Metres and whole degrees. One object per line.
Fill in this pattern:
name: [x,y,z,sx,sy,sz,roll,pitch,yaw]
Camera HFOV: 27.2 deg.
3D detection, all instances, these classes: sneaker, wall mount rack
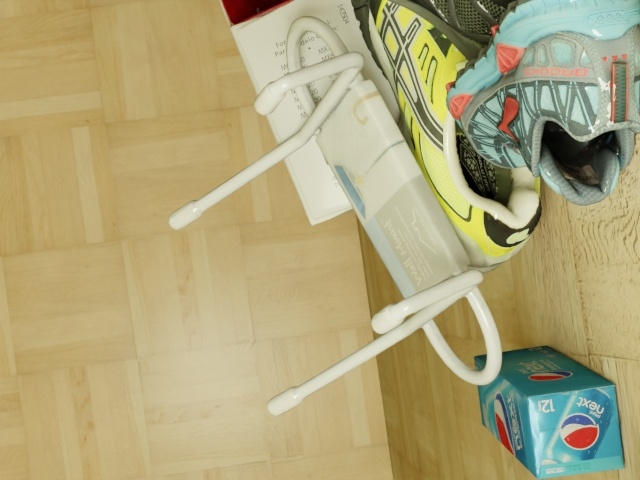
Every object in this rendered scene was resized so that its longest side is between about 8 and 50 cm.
sneaker: [0.124,-0.165,1.130,0.147,0.145,0.384,160,98,-69]
sneaker: [0.102,-0.223,1.004,0.227,0.087,0.130,43,150,21]
wall mount rack: [0.000,0.000,1.137,0.350,0.131,0.304,62,155,10]
sneaker: [0.153,-0.077,0.902,0.262,0.104,0.125,98,161,-77]

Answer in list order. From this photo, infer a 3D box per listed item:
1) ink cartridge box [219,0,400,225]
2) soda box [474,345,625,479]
ink cartridge box: [0.025,-0.178,1.342,0.309,0.130,0.271,-37,-75,-76]
soda box: [0.184,0.137,1.093,0.210,0.071,0.067,-146,48,-85]
